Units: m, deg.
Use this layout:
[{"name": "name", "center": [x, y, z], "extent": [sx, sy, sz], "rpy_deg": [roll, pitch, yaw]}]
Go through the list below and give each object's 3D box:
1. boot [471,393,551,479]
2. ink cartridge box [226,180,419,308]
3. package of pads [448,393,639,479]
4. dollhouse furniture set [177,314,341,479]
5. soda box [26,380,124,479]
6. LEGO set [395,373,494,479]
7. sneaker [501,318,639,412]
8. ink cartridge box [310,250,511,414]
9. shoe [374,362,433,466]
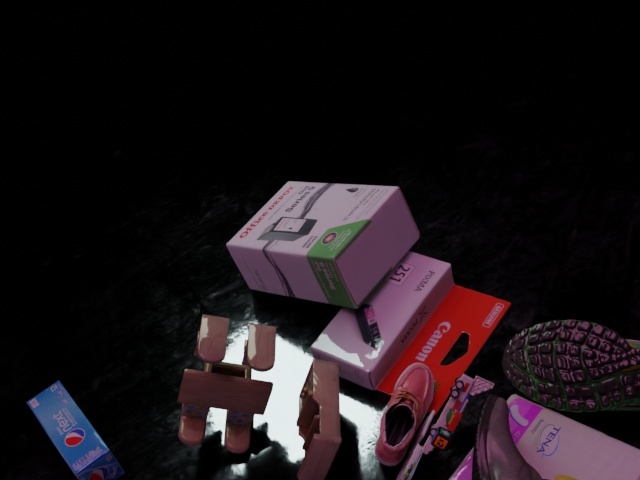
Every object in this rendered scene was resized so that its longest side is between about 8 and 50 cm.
[{"name": "boot", "center": [0.278, 0.317, 1.164], "extent": [0.161, 0.083, 0.246], "rpy_deg": [6, 44, 9]}, {"name": "ink cartridge box", "center": [0.000, 0.000, 1.657], "extent": [0.289, 0.121, 0.211], "rpy_deg": [6, 43, 44]}, {"name": "package of pads", "center": [0.292, 0.371, 1.217], "extent": [0.229, 0.101, 0.296], "rpy_deg": [21, 54, 36]}, {"name": "dollhouse furniture set", "center": [-0.099, 0.262, 1.390], "extent": [0.242, 0.212, 0.161], "rpy_deg": [11, 40, -10]}, {"name": "soda box", "center": [-0.416, 0.332, 1.516], "extent": [0.067, 0.071, 0.210], "rpy_deg": [-35, 44, -18]}, {"name": "LEGO set", "center": [0.161, 0.296, 1.263], "extent": [0.060, 0.244, 0.182], "rpy_deg": [28, 52, 7]}, {"name": "sneaker", "center": [0.442, 0.205, 1.327], "extent": [0.344, 0.146, 0.134], "rpy_deg": [6, 73, 15]}, {"name": "ink cartridge box", "center": [0.157, 0.145, 1.543], "extent": [0.239, 0.060, 0.275], "rpy_deg": [17, 51, 34]}, {"name": "shoe", "center": [0.135, 0.258, 1.385], "extent": [0.063, 0.081, 0.178], "rpy_deg": [22, 61, 9]}]
